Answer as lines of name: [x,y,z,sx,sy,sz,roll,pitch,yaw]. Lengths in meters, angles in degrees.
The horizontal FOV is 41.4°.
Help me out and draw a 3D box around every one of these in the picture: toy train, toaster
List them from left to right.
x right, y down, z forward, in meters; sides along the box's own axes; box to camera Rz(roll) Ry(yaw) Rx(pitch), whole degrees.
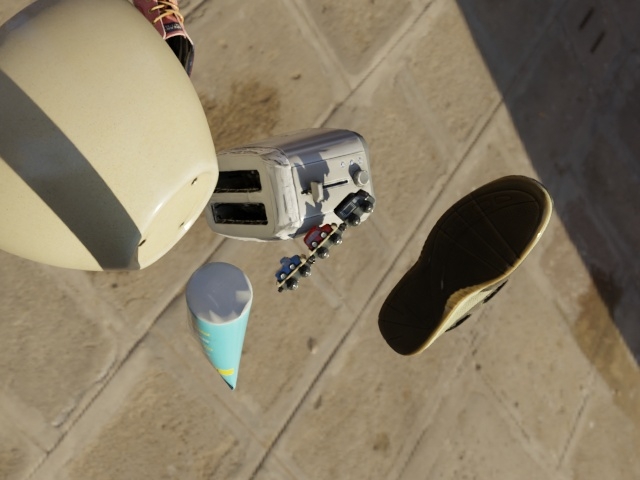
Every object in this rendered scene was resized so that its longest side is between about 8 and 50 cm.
toaster: [-0.052,-0.070,1.069,0.146,0.227,0.129,-17,105,-41]
toy train: [0.000,0.000,0.986,0.036,0.027,0.158,42,101,-10]

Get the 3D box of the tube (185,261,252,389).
tube: [-0.094,0.078,0.756,0.052,0.207,0.080,-28,75,-18]

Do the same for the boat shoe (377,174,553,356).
boat shoe: [0.093,0.013,0.540,0.056,0.152,0.049,51,35,14]

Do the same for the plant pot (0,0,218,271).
plant pot: [-0.216,-0.078,0.843,0.191,0.284,0.284,39,53,7]

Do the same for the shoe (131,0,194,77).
shoe: [-0.187,-0.272,1.007,0.063,0.081,0.178,-20,130,-32]
